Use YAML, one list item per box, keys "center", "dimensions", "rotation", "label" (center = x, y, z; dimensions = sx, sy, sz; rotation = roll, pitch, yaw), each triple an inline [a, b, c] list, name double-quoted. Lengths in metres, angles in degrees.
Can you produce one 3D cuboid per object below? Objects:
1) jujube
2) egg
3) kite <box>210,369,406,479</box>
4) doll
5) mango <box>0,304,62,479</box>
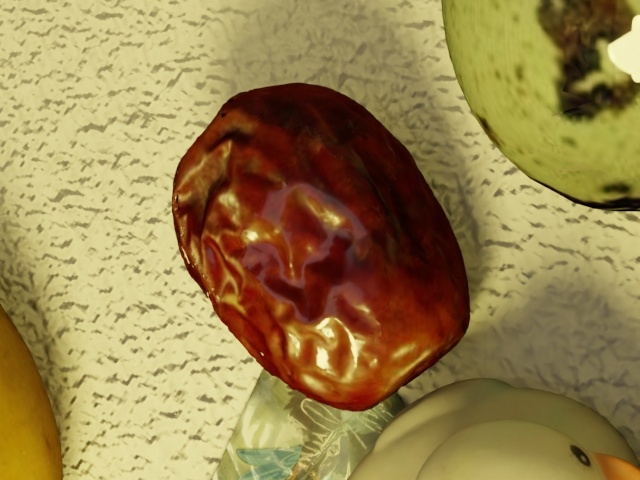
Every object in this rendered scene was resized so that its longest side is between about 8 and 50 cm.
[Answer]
- center: [0.000, 0.000, 1.289]
  dimensions: [0.183, 0.183, 0.243]
  rotation: [-42, 80, 18]
  label: "jujube"
- center: [0.230, -0.198, 1.113]
  dimensions: [0.287, 0.287, 0.379]
  rotation: [36, 108, 23]
  label: "egg"
- center: [-0.037, 0.229, 1.373]
  dimensions: [0.169, 0.015, 0.310]
  rotation: [36, 102, 22]
  label: "kite"
- center: [0.111, 0.196, 1.196]
  dimensions: [0.251, 0.221, 0.221]
  rotation: [-16, 80, 25]
  label: "doll"
- center: [-0.379, 0.134, 1.432]
  dimensions: [0.300, 0.232, 0.446]
  rotation: [-42, 76, 12]
  label: "mango"
